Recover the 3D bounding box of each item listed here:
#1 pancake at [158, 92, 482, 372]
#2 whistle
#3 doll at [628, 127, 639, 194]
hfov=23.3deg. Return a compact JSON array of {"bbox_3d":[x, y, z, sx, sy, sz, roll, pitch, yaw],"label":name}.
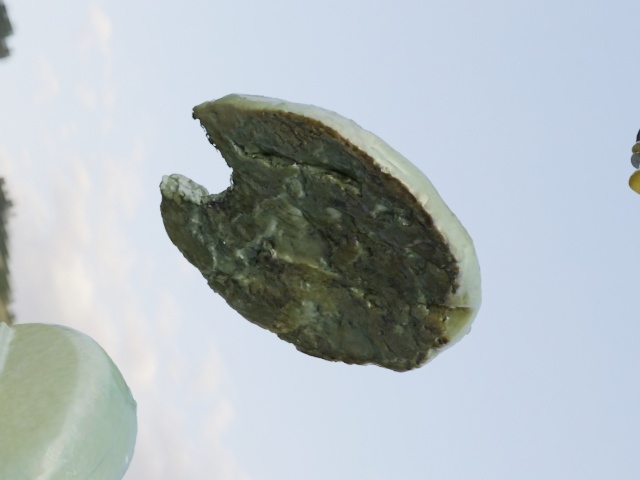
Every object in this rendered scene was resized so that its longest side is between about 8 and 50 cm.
[{"bbox_3d":[0.000,0.000,1.076,0.253,0.037,0.253,18,-39,15],"label":"pancake"},{"bbox_3d":[-0.137,0.112,0.610,0.258,0.126,0.067,-95,162,-56],"label":"whistle"},{"bbox_3d":[0.366,-0.171,1.504,0.103,0.316,0.145,21,-33,2],"label":"doll"}]
